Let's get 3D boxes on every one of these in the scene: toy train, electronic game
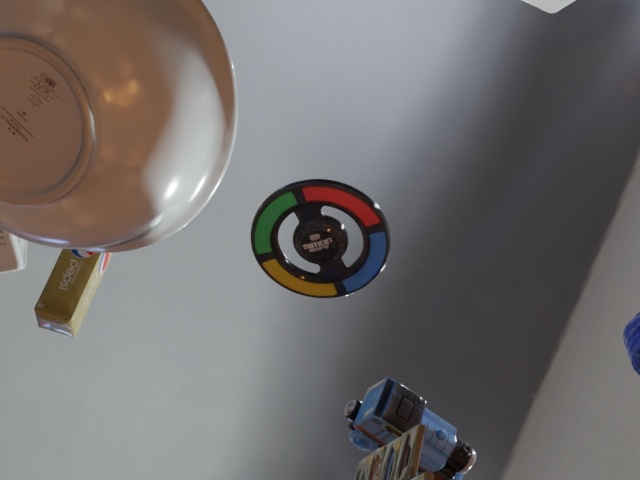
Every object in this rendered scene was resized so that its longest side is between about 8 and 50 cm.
[{"bbox_3d":[0.119,0.256,1.531,0.105,0.184,0.080,-40,-161,54],"label":"toy train"},{"bbox_3d":[0.000,0.000,1.923,0.229,0.229,0.048,-57,-167,33],"label":"electronic game"}]

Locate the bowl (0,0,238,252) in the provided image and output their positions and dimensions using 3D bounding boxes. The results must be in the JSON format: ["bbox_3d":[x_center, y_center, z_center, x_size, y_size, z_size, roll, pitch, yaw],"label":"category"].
[{"bbox_3d":[-0.232,-0.112,1.028,0.298,0.298,0.134,-59,174,23],"label":"bowl"}]

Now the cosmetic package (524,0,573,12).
[{"bbox_3d":[0.368,-0.471,1.529,0.385,0.217,0.156,-28,-118,45],"label":"cosmetic package"}]

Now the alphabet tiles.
[{"bbox_3d":[0.045,0.349,1.228,0.342,0.011,0.285,125,-20,-66],"label":"alphabet tiles"}]

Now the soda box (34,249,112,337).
[{"bbox_3d":[-0.353,0.046,1.729,0.061,0.058,0.181,98,9,-59],"label":"soda box"}]

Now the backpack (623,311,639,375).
[{"bbox_3d":[0.385,0.104,1.264,0.120,0.098,0.101,-44,-162,26],"label":"backpack"}]

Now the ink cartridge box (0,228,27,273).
[{"bbox_3d":[-0.435,-0.117,1.387,0.211,0.121,0.289,-120,-161,-68],"label":"ink cartridge box"}]
